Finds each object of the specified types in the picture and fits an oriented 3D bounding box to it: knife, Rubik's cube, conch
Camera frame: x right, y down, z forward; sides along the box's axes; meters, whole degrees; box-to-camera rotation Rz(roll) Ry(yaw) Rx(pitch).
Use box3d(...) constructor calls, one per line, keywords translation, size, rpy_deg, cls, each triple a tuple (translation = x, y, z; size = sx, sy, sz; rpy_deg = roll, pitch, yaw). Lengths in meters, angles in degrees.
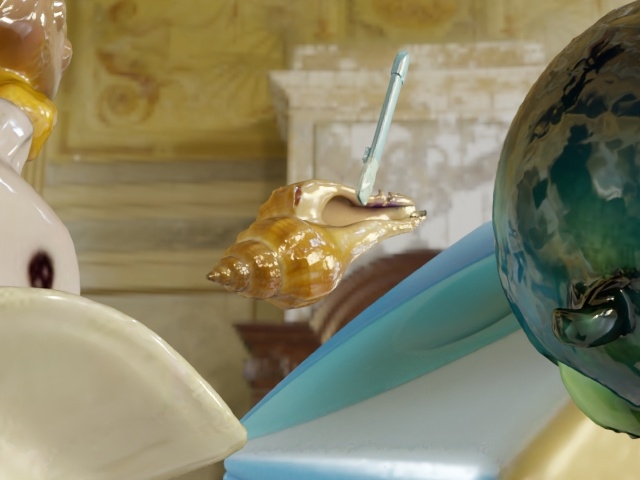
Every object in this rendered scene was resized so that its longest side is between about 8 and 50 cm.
box3d(translation=(0.035, -0.067, 0.813), size=(0.010, 0.096, 0.027), rpy_deg=(14, -12, 14), cls="knife")
box3d(translation=(0.191, 0.183, 0.953), size=(0.347, 0.352, 0.351), rpy_deg=(-37, 11, -30), cls="Rubik's cube")
box3d(translation=(-0.003, 0.003, 1.329), size=(0.093, 0.109, 0.330), rpy_deg=(-42, -14, 30), cls="conch")

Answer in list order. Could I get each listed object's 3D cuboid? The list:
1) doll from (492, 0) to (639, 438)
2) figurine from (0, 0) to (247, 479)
box3d(translation=(0.195, -0.029, 0.598), size=(0.199, 0.186, 0.322), rpy_deg=(4, 27, 40), cls="doll")
box3d(translation=(-0.168, 0.002, 0.493), size=(0.185, 0.332, 0.204), rpy_deg=(22, -61, -45), cls="figurine")
